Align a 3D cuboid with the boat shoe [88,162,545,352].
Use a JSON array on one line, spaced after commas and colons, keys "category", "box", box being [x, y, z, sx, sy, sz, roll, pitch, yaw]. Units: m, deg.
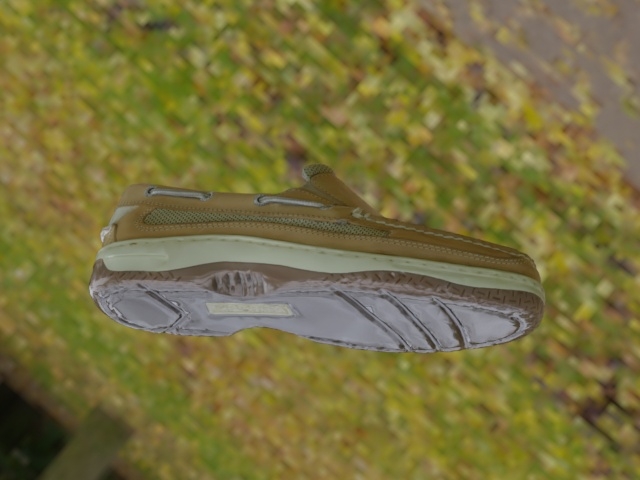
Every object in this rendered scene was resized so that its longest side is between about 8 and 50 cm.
[{"category": "boat shoe", "box": [0.000, 0.000, 0.820, 0.190, 0.072, 0.068, 5, 151, 9]}]
